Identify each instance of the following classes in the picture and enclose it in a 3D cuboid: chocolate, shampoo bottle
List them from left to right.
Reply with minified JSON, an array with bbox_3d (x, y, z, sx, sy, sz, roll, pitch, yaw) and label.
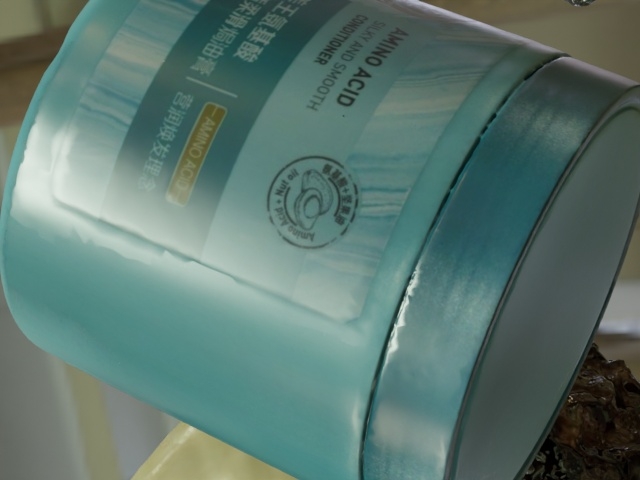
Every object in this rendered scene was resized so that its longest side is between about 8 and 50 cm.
[{"bbox_3d":[0.007,-0.010,1.247,0.331,0.342,0.331,-52,-25,-36],"label":"shampoo bottle"},{"bbox_3d":[0.229,0.155,1.733,0.224,0.206,0.177,-90,-17,-60],"label":"chocolate"}]

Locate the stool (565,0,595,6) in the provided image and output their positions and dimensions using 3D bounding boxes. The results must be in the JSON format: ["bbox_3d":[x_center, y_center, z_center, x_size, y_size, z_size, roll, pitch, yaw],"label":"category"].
[{"bbox_3d":[0.250,-0.344,2.043,0.125,0.217,0.121,-38,-29,-29],"label":"stool"}]

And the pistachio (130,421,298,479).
[{"bbox_3d":[-0.051,0.230,1.477,0.214,0.318,0.193,49,-159,-2],"label":"pistachio"}]
